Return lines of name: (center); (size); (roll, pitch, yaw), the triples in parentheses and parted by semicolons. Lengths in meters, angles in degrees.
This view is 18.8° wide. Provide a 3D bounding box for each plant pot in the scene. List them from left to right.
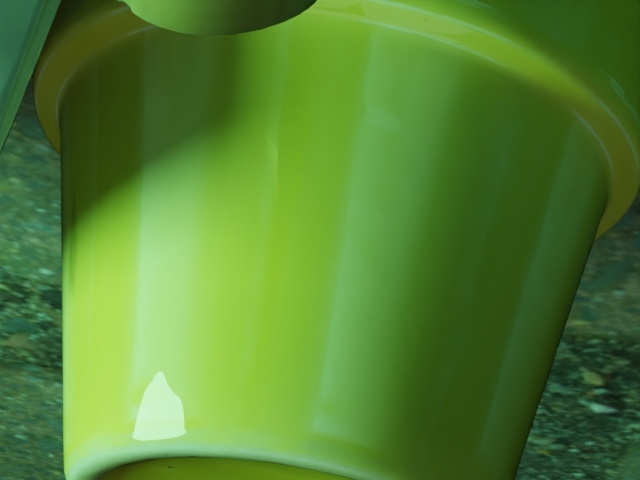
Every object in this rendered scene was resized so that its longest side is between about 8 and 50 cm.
plant pot: (0.000, 0.000, 0.771); (0.254, 0.239, 0.254); (8, 156, 3)

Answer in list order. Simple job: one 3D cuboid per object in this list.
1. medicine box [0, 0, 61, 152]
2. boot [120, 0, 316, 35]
medicine box: (-0.254, -0.086, 0.739); (0.263, 0.149, 0.289); (24, 152, -14)
boot: (-0.040, -0.218, 0.463); (0.089, 0.236, 0.269); (-19, 142, -26)
